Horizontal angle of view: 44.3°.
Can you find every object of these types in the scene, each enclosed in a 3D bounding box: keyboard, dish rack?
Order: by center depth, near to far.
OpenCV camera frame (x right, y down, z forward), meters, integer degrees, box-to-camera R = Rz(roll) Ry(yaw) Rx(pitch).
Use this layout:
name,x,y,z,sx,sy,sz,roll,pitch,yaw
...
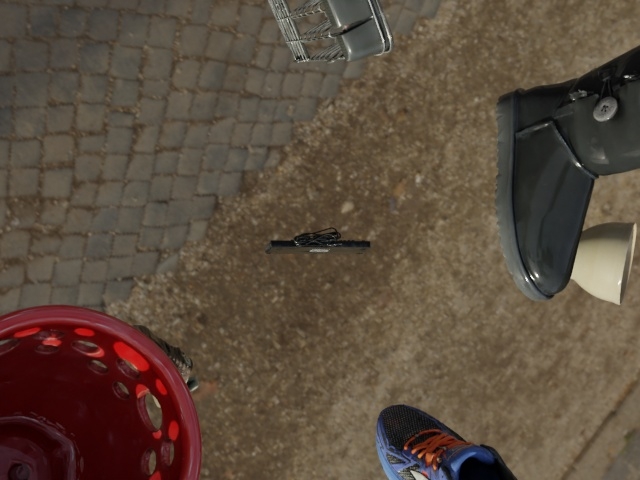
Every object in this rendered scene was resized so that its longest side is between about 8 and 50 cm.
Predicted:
name,x,y,z,sx,sy,sz,roll,pitch,yaw
dish rack,-0.012,-0.350,1.121,0.074,0.271,0.208,-27,109,-14
keyboard,0.000,0.000,1.421,0.192,0.100,0.038,0,79,-16

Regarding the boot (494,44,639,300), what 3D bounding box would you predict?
name,x,y,z,sx,sy,sz,roll,pitch,yaw
boot,0.483,-0.121,1.158,0.146,0.445,0.367,12,70,-47

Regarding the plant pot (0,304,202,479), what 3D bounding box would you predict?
name,x,y,z,sx,sy,sz,roll,pitch,yaw
plant pot,-0.206,0.160,0.562,0.191,0.191,0.174,-11,166,-40

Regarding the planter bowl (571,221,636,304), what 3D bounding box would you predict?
name,x,y,z,sx,sy,sz,roll,pitch,yaw
planter bowl,0.546,0.037,1.540,0.162,0.109,0.162,-32,127,-56

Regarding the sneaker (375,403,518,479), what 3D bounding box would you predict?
name,x,y,z,sx,sy,sz,roll,pitch,yaw
sneaker,0.123,0.202,0.686,0.083,0.221,0.087,-26,124,-23

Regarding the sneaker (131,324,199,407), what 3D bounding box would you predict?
name,x,y,z,sx,sy,sz,roll,pitch,yaw
sneaker,-0.221,0.169,1.119,0.071,0.066,0.188,-20,145,-13
